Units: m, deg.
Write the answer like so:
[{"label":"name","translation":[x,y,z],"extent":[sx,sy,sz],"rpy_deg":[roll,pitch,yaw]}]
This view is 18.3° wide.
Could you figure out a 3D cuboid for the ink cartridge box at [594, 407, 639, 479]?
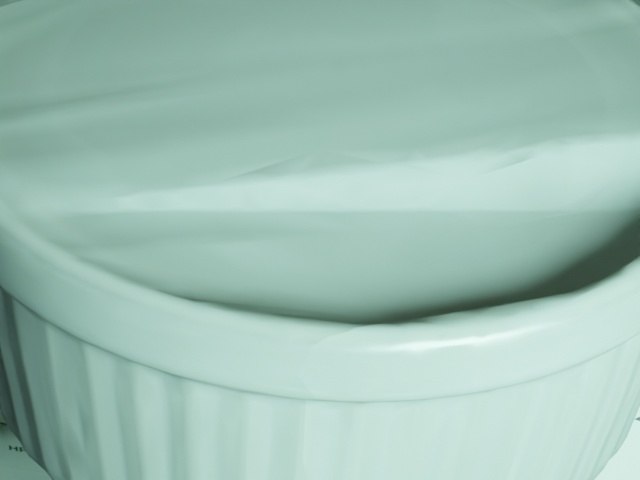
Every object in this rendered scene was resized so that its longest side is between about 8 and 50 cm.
[{"label":"ink cartridge box","translation":[0.079,0.119,0.824],"extent":[0.272,0.115,0.198],"rpy_deg":[-4,113,-9]}]

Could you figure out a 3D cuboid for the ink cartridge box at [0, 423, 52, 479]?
[{"label":"ink cartridge box","translation":[-0.183,0.171,0.812],"extent":[0.139,0.082,0.191],"rpy_deg":[10,108,-14]}]

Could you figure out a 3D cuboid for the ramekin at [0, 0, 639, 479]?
[{"label":"ramekin","translation":[0.000,0.000,0.687],"extent":[0.272,0.273,0.127],"rpy_deg":[-2,125,-10]}]
